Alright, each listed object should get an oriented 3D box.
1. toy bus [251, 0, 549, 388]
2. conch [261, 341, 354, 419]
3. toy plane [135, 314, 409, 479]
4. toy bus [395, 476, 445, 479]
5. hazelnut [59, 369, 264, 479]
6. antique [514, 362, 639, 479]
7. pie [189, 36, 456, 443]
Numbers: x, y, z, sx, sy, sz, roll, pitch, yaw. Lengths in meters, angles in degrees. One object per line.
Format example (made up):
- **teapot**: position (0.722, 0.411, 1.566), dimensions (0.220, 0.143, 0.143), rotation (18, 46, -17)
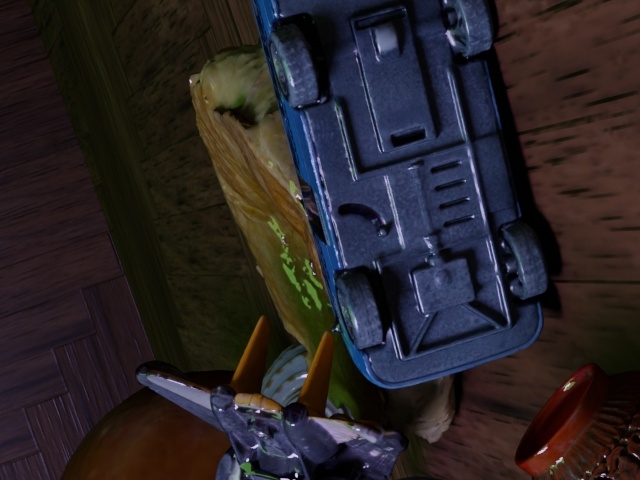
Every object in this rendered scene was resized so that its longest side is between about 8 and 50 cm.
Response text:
- **toy bus**: position (0.039, -0.052, 0.976), dimensions (0.134, 0.114, 0.246), rotation (-135, 29, -73)
- **conch**: position (-0.011, 0.150, 1.579), dimensions (0.153, 0.102, 0.135), rotation (-177, 82, -78)
- **toy plane**: position (-0.004, 0.181, 1.297), dimensions (0.204, 0.103, 0.316), rotation (12, 149, 23)
- **toy bus**: position (0.124, 0.251, 0.833), dimensions (0.294, 0.232, 0.197), rotation (56, 135, 52)
- **hazelnut**: position (-0.123, 0.304, 1.782), dimensions (0.315, 0.372, 0.372), rotation (6, 123, 34)
- **antique**: position (0.145, 0.107, 0.805), dimensions (0.104, 0.104, 0.104), rotation (160, 90, -78)
- **pie**: position (0.000, 0.000, 1.292), dimensions (0.339, 0.083, 0.339), rotation (61, 168, 23)
